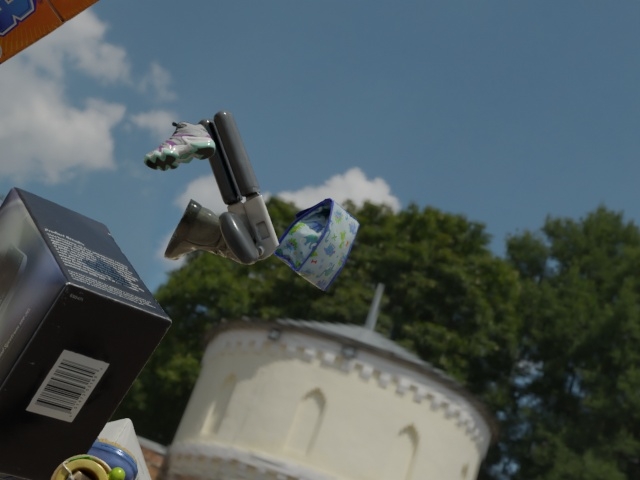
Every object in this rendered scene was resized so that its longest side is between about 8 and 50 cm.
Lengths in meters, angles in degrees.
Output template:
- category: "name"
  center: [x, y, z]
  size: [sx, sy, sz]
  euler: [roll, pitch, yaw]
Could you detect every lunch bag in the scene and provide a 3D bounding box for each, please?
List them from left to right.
- category: "lunch bag"
  center: [0.000, 0.000, 1.972]
  size: [0.096, 0.151, 0.129]
  euler: [39, 1, 31]

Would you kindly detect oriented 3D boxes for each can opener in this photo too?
- category: "can opener"
  center: [-0.156, -0.095, 1.854]
  size: [0.076, 0.283, 0.095]
  euler: [-22, -5, 22]

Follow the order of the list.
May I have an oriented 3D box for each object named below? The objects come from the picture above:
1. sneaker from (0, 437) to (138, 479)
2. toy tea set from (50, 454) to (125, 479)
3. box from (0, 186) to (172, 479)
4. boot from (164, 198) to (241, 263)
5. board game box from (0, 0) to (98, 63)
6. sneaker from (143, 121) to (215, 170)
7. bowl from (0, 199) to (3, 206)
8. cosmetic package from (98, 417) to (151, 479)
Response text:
- category: "sneaker"
  center: [-0.414, 0.364, 1.496]
  size: [0.297, 0.131, 0.111]
  euler: [-5, -60, 1]
- category: "toy tea set"
  center: [-0.328, 0.367, 1.266]
  size: [0.200, 0.336, 0.124]
  euler: [63, -13, 13]
- category: "box"
  center: [-0.404, 0.132, 1.469]
  size: [0.183, 0.296, 0.294]
  euler: [27, 11, -39]
- category: "boot"
  center: [-0.227, 0.011, 2.146]
  size: [0.161, 0.083, 0.246]
  euler: [26, -25, -8]
- category: "board game box"
  center: [-0.492, -0.545, 1.734]
  size: [0.356, 0.356, 0.356]
  euler: [-29, -71, 12]
- category: "sneaker"
  center: [-0.197, -0.134, 1.404]
  size: [0.098, 0.069, 0.038]
  euler: [-13, -33, -17]
- category: "bowl"
  center: [-0.651, -0.014, 1.772]
  size: [0.298, 0.298, 0.134]
  euler: [5, -63, 32]
- category: "cosmetic package"
  center: [-0.485, 0.454, 1.772]
  size: [0.366, 0.155, 0.196]
  euler: [-12, -76, 9]
